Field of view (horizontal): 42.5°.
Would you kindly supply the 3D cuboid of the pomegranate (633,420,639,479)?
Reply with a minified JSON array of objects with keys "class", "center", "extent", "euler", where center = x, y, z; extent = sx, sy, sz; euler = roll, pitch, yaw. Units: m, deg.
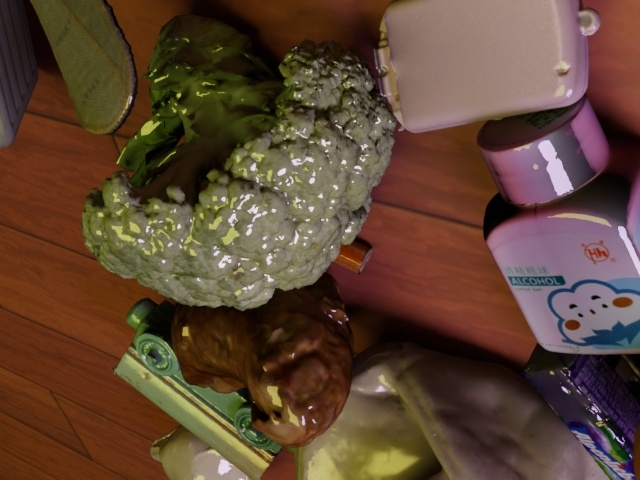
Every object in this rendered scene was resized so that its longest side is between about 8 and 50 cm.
[{"class":"pomegranate","center":[0.326,0.145,0.563],"extent":[0.209,0.209,0.209],"euler":[24,141,21]}]

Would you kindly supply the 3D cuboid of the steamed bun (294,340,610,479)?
[{"class":"steamed bun","center":[0.134,0.295,0.841],"extent":[0.368,0.255,0.342],"euler":[14,135,29]}]

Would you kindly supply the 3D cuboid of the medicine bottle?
[{"class":"medicine bottle","center":[0.187,-0.012,0.595],"extent":[0.119,0.094,0.188],"euler":[-8,124,44]}]

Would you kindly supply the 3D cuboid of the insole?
[{"class":"insole","center":[-0.232,-0.235,0.668],"extent":[0.119,0.009,0.348],"euler":[-42,70,38]}]

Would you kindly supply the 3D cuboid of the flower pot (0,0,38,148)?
[{"class":"flower pot","center":[-0.411,-0.209,0.818],"extent":[0.239,0.209,0.189],"euler":[28,142,19]}]

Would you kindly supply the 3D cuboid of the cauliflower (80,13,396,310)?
[{"class":"cauliflower","center":[-0.082,-0.070,0.713],"extent":[0.272,0.275,0.250],"euler":[86,167,-75]}]

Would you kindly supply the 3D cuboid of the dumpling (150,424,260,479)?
[{"class":"dumpling","center":[-0.165,0.353,1.268],"extent":[0.250,0.132,0.162],"euler":[-12,117,48]}]

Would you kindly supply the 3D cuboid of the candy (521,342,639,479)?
[{"class":"candy","center":[0.294,0.189,0.722],"extent":[0.312,0.088,0.061],"euler":[50,147,-15]}]

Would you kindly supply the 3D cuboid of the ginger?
[{"class":"ginger","center":[-0.058,0.097,0.849],"extent":[0.165,0.172,0.321],"euler":[23,172,-20]}]

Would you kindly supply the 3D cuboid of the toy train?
[{"class":"toy train","center":[-0.141,0.195,1.072],"extent":[0.285,0.116,0.177],"euler":[36,131,4]}]

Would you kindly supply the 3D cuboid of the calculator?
[{"class":"calculator","center":[0.108,-0.131,0.563],"extent":[0.175,0.032,0.100],"euler":[-4,99,44]}]

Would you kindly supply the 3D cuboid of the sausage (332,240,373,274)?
[{"class":"sausage","center":[0.000,0.000,0.829],"extent":[0.107,0.031,0.031],"euler":[25,142,19]}]
